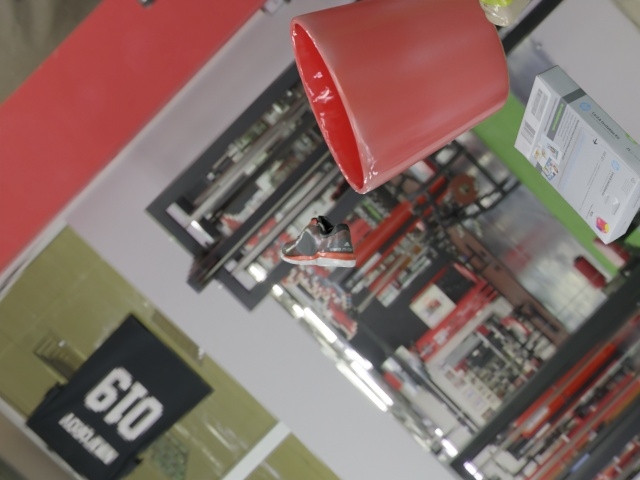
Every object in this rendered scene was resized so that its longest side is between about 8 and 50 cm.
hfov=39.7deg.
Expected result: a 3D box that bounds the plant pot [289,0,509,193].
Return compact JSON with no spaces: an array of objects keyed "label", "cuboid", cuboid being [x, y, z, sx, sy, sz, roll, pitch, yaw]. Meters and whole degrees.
[{"label":"plant pot","cuboid":[0.118,-0.232,1.266,0.275,0.243,0.275,158,90,-84]}]

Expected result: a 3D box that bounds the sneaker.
[{"label":"sneaker","cuboid":[0.000,0.000,1.150,0.061,0.065,0.158,1,180,-31]}]

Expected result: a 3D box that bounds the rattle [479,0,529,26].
[{"label":"rattle","cuboid":[0.157,-0.301,0.783,0.142,0.200,0.130,23,179,40]}]

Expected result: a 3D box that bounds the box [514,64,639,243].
[{"label":"box","cuboid":[0.326,-0.106,1.109,0.186,0.038,0.145,55,162,27]}]
